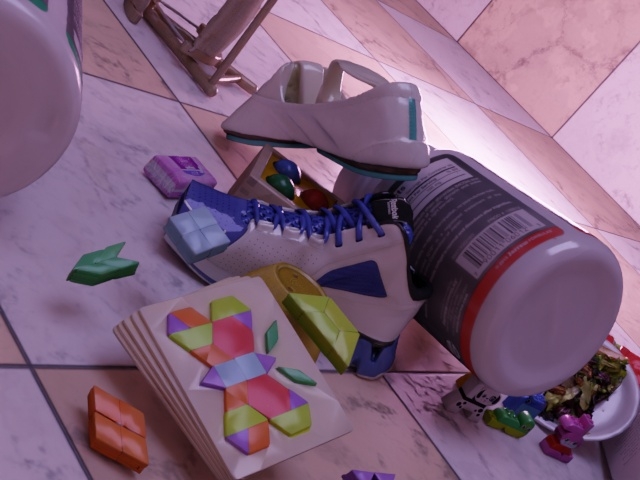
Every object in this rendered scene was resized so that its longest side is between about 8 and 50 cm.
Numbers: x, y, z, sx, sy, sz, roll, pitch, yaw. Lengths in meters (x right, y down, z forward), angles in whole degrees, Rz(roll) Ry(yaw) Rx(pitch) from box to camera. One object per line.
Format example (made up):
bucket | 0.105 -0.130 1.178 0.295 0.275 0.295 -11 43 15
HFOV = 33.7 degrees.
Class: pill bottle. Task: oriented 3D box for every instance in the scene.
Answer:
pill bottle | 0.176 0.012 1.307 0.210 0.210 0.363 22 14 -40
pill bottle | -0.326 -0.210 0.995 0.204 0.204 0.361 29 23 -27

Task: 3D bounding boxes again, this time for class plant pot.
plant pot | -0.045 0.079 1.046 0.134 0.095 0.134 35 21 -16

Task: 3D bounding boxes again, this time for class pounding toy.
pounding toy | -0.020 -0.036 1.324 0.181 0.094 0.206 37 21 -9

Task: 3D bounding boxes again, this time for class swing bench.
swing bench | -0.148 -0.395 1.606 0.255 0.253 0.165 44 21 11

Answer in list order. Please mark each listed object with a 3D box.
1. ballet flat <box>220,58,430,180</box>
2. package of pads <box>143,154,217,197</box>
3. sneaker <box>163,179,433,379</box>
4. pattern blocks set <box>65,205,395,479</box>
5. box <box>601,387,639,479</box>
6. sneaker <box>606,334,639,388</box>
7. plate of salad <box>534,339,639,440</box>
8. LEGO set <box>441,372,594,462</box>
ballet flat | 0.005 -0.166 1.345 0.139 0.139 0.400 25 -3 -35
package of pads | -0.164 -0.075 1.243 0.050 0.032 0.083 48 22 17
sneaker | 0.001 0.001 1.162 0.316 0.182 0.127 33 20 -18
pattern blocks set | -0.069 0.115 0.893 0.325 0.026 0.285 46 42 9
box | 0.513 0.322 1.364 0.215 0.168 0.345 37 16 -3
sneaker | 0.412 0.179 1.583 0.279 0.107 0.118 39 -7 24
plate of salad | 0.352 0.186 1.467 0.200 0.048 0.199 8 49 -9
LEGO set | 0.254 0.190 1.337 0.227 0.093 0.087 27 25 -32
